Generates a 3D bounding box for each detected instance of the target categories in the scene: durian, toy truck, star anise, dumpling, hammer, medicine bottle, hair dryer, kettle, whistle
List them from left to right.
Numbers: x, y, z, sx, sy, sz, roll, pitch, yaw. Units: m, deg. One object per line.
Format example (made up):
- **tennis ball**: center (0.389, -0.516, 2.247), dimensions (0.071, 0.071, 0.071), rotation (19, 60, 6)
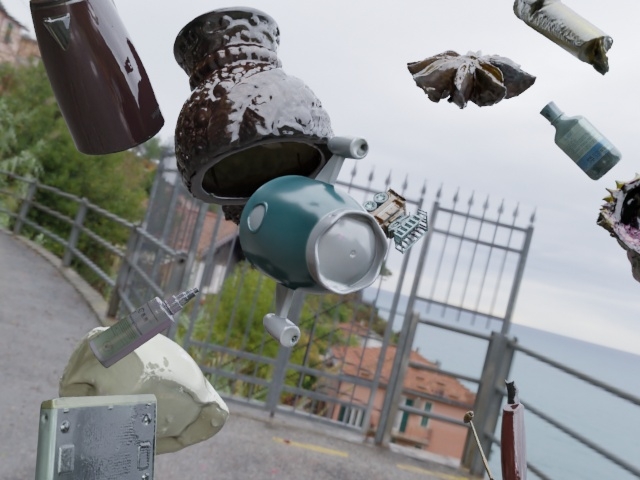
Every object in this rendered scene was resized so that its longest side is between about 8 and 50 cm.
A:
- **kettle**: center (-0.327, -0.274, 1.025), dimensions (0.144, 0.232, 0.202), rotation (-2, 36, 13)
- **dumpling**: center (-0.417, 0.368, 1.585), dimensions (0.395, 0.315, 0.233), rotation (33, 20, -24)
- **medicine bottle**: center (-0.291, 0.137, 1.163), dimensions (0.058, 0.199, 0.058), rotation (54, -10, 14)
- **toy truck**: center (0.113, -0.012, 1.356), dimensions (0.115, 0.177, 0.080), rotation (34, -29, 35)
- **star anise**: center (0.374, -0.409, 1.737), dimensions (0.331, 0.118, 0.332), rotation (1, 34, -1)
- **hammer**: center (0.249, 0.325, 1.073), dimensions (0.014, 0.029, 0.123), rotation (4, 45, -19)
- **hair dryer**: center (0.365, 0.432, 1.364), dimensions (0.123, 0.341, 0.312), rotation (-13, -31, 33)
- **whistle**: center (0.394, -0.354, 1.128), dimensions (0.068, 0.057, 0.326), rotation (59, 11, -32)
- **medicine bottle**: center (0.595, -0.237, 1.588), dimensions (0.208, 0.090, 0.053), rotation (50, 38, 14)
- **durian**: center (0.389, 0.003, 0.744), dimensions (0.187, 0.119, 0.108), rotation (46, 4, 17)

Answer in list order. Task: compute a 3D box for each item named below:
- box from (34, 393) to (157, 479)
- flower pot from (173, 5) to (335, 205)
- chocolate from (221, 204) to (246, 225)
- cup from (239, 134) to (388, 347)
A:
- **box**: center (-0.417, 0.400, 1.308), dimensions (0.045, 0.211, 0.270), rotation (-6, -13, 29)
- **flower pot**: center (-0.130, -0.231, 1.167), dimensions (0.266, 0.267, 0.266), rotation (-16, -15, -4)
- **chocolate**: center (-0.131, -0.076, 1.351), dimensions (0.156, 0.133, 0.156), rotation (55, -4, 6)
- **cup**: center (0.000, 0.000, 0.928), dimensions (0.167, 0.300, 0.173), rotation (19, 1, -33)
